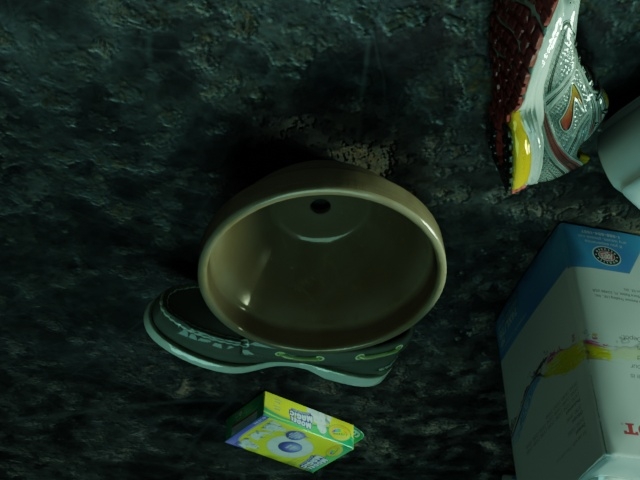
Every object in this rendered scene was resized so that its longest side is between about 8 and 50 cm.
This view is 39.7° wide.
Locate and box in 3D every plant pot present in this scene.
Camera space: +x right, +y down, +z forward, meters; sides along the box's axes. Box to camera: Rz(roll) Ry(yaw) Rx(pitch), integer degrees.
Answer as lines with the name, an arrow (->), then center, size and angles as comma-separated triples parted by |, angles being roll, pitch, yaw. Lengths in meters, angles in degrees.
plant pot -> 0.000, 0.000, 0.872 | 0.237, 0.110, 0.237 | -2, 136, -2

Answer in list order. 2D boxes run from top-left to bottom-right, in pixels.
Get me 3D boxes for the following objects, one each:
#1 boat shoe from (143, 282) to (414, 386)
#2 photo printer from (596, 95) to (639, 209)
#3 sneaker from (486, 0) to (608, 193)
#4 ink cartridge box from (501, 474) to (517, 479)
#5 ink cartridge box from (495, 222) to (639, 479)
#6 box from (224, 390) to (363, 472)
boat shoe -> -0.041, 0.091, 0.993 | 0.304, 0.109, 0.091 | 12, 139, -22
photo printer -> 0.434, -0.099, 0.750 | 0.256, 0.107, 0.307 | 28, 133, -28
sneaker -> 0.193, -0.137, 0.743 | 0.092, 0.088, 0.225 | -13, 144, -1
ink cartridge box -> 0.380, 0.394, 1.323 | 0.190, 0.082, 0.139 | 5, 167, -1
ink cartridge box -> 0.321, 0.157, 0.930 | 0.198, 0.270, 0.197 | 9, 139, -9
box -> -0.035, 0.279, 1.264 | 0.179, 0.043, 0.105 | 24, 135, -27
